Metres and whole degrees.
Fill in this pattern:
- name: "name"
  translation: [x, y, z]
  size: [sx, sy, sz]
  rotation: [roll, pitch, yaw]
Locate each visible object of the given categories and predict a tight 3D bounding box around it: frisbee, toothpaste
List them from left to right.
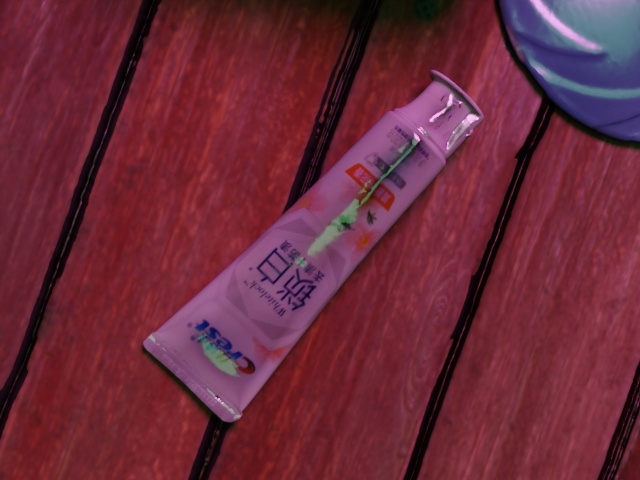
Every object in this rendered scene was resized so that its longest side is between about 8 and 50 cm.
- name: "toothpaste"
  translation: [0.000, 0.000, 0.821]
  size: [0.100, 0.066, 0.323]
  rotation: [43, 92, -2]
- name: "frisbee"
  translation: [0.293, -0.223, 0.852]
  size: [0.290, 0.049, 0.289]
  rotation: [0, 92, -7]
